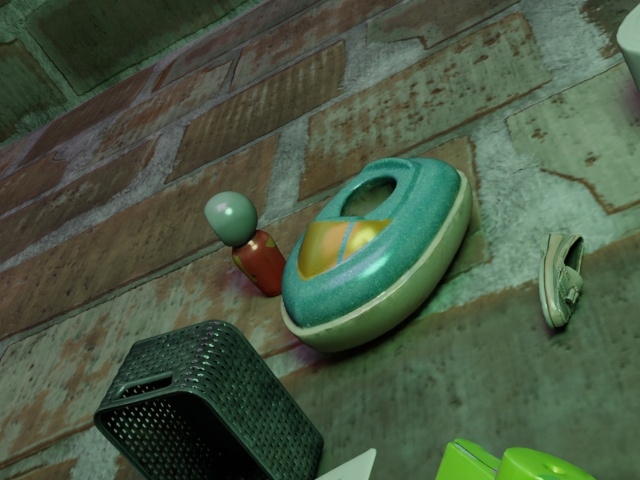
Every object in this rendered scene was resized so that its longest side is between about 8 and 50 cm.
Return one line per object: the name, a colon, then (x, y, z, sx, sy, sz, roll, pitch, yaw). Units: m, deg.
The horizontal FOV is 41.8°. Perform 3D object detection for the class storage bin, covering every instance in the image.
storage bin: (-0.093, 0.168, 0.735, 0.122, 0.180, 0.084, -18, 30, 28)

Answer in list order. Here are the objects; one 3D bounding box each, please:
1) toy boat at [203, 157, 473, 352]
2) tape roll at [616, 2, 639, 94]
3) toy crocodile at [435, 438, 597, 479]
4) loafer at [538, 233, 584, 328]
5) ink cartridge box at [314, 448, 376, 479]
toy boat: (0.000, 0.000, 0.944, 0.318, 0.148, 0.267, -4, 40, 44)
tape roll: (0.448, -0.219, 0.829, 0.286, 0.100, 0.286, -28, 20, 11)
toy crocodile: (0.172, 0.206, 0.478, 0.340, 0.105, 0.115, 17, 91, 63)
loafer: (0.223, 0.031, 0.770, 0.039, 0.045, 0.125, -13, 30, 22)
ink cartridge box: (0.008, 0.255, 0.577, 0.115, 0.067, 0.198, -38, 21, 36)
